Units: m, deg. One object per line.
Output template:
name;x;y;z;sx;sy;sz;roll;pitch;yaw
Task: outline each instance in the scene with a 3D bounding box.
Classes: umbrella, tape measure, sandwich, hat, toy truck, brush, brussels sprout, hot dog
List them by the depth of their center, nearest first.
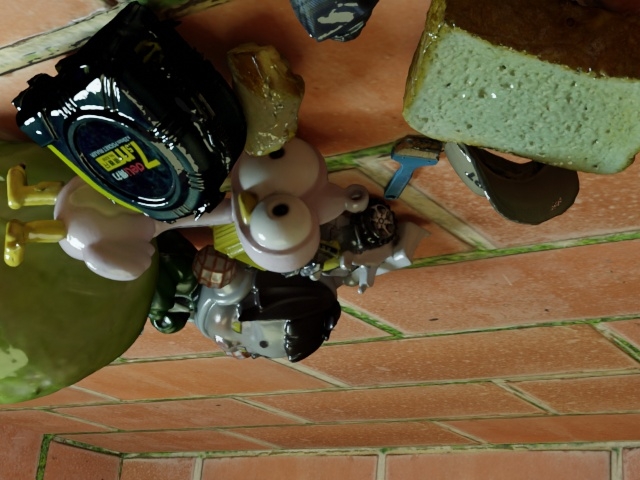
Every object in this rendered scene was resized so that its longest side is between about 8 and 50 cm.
umbrella;0.051;-0.224;0.715;0.071;0.080;0.224;-8;157;-32
sandwich;0.182;-0.134;0.903;0.215;0.065;0.186;14;155;-3
hot dog;-0.047;-0.138;0.991;0.078;0.061;0.169;45;159;11
tape measure;-0.161;-0.106;0.994;0.199;0.112;0.186;-16;124;48
hat;0.170;-0.058;1.042;0.147;0.175;0.085;13;125;-8
brush;0.094;-0.076;1.204;0.051;0.014;0.164;9;161;-6
brussels sprout;-0.345;0.037;1.247;0.328;0.328;0.247;14;-178;-23
toy truck;0.000;0.000;1.297;0.286;0.111;0.136;17;156;-37

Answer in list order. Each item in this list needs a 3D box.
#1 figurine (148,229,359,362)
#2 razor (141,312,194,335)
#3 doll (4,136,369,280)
figurine;-0.137;0.062;1.442;0.370;0.167;0.281;10;153;10
razor;-0.264;0.108;1.720;0.111;0.056;0.278;24;160;-34
doll;-0.132;-0.031;1.112;0.365;0.160;0.094;-6;140;-5
